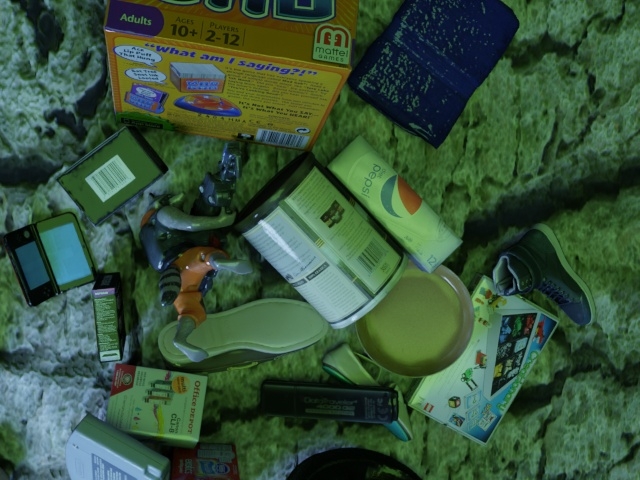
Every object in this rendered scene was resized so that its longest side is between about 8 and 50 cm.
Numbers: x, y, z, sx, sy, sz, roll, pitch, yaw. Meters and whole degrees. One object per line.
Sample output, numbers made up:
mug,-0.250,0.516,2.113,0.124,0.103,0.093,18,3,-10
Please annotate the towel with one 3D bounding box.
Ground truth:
towel,0.218,-0.361,1.693,0.227,0.076,0.308,35,91,-18

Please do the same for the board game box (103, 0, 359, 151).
board game box,-0.141,-0.392,1.439,0.356,0.356,0.357,8,75,-9

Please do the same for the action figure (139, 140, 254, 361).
action figure,-0.233,-0.006,1.546,0.178,0.330,0.341,2,119,-29

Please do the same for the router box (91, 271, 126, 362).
router box,-0.388,0.138,1.618,0.046,0.179,0.133,-5,98,-10

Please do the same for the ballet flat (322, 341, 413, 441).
ballet flat,0.113,0.299,1.765,0.248,0.086,0.086,44,90,-10

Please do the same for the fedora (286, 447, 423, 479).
fedora,0.070,0.567,1.726,0.333,0.334,0.153,13,126,-9

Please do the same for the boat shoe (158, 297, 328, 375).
boat shoe,-0.147,0.193,1.702,0.324,0.097,0.117,-9,58,-10

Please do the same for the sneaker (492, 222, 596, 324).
sneaker,0.439,0.099,1.744,0.163,0.086,0.226,-33,90,-32

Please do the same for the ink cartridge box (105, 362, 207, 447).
ink cartridge box,-0.309,0.315,1.661,0.176,0.127,0.128,9,70,-10

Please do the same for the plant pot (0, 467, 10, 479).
plant pot,-0.652,0.475,1.669,0.096,0.109,0.109,36,92,-23

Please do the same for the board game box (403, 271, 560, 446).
board game box,0.329,0.243,1.796,0.193,0.053,0.305,30,93,-10

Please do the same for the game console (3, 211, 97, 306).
game console,-0.502,0.034,1.638,0.085,0.124,0.144,-14,100,21

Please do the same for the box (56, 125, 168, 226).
box,-0.366,-0.119,1.571,0.153,0.207,0.108,-38,101,-3

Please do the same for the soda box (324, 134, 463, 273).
soda box,0.137,-0.068,1.684,0.091,0.098,0.286,-44,92,-1

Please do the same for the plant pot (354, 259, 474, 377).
plant pot,0.186,0.153,1.746,0.236,0.032,0.237,0,83,4

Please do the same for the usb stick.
usb stick,0.014,0.316,1.722,0.277,0.045,0.077,1,101,13

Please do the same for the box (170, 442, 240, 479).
box,-0.221,0.477,1.648,0.128,0.257,0.123,5,95,-9

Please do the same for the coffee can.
coffee can,0.000,0.000,1.641,0.201,0.201,0.275,-44,101,0

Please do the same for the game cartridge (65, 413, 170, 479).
game cartridge,-0.374,0.431,1.616,0.198,0.297,0.062,30,52,12
